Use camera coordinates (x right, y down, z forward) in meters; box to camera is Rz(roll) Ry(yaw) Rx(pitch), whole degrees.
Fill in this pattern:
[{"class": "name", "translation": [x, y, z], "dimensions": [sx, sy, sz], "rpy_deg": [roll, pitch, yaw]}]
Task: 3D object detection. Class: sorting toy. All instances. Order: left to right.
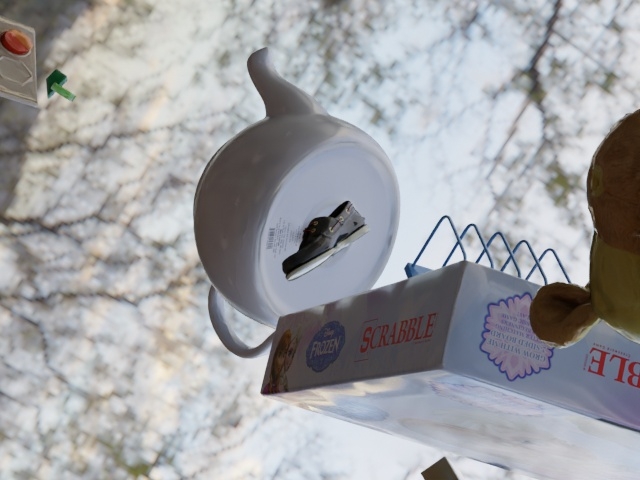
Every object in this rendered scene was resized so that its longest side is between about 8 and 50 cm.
[{"class": "sorting toy", "translation": [-0.185, -0.111, 0.873], "dimensions": [0.012, 0.083, 0.062], "rpy_deg": [-30, -121, 36]}]

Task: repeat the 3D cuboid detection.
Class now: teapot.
[{"class": "teapot", "translation": [-0.050, -0.029, 1.563], "dimensions": [0.187, 0.252, 0.256], "rpy_deg": [23, -114, 43]}]

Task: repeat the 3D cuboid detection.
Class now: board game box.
[{"class": "board game box", "translation": [0.158, 0.109, 0.939], "dimensions": [0.318, 0.318, 0.066], "rpy_deg": [155, -48, -69]}]

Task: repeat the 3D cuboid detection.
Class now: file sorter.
[{"class": "file sorter", "translation": [0.211, 0.053, 1.777], "dimensions": [0.104, 0.170, 0.118], "rpy_deg": [-61, -154, 28]}]

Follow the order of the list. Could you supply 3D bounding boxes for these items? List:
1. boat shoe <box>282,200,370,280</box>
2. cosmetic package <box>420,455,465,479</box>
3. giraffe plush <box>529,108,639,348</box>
[{"class": "boat shoe", "translation": [-0.001, 0.001, 1.360], "dimensions": [0.049, 0.042, 0.133], "rpy_deg": [-34, -179, 39]}, {"class": "cosmetic package", "translation": [0.177, 0.336, 1.808], "dimensions": [0.041, 0.060, 0.115], "rpy_deg": [-35, -128, 5]}, {"class": "giraffe plush", "translation": [0.178, 0.004, 0.600], "dimensions": [0.170, 0.181, 0.210], "rpy_deg": [-138, -130, -62]}]
